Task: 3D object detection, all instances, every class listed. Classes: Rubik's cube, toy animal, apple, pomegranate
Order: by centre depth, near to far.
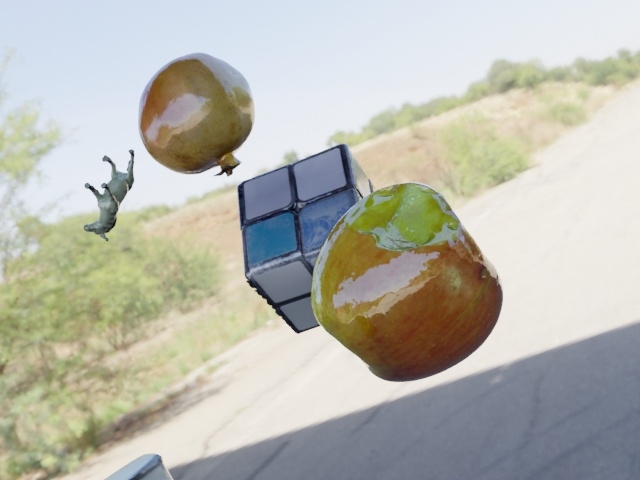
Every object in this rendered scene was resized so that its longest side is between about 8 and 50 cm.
[{"bbox_3d":[0.145,0.081,1.603,0.340,0.339,0.339,-23,2,1],"label":"apple"},{"bbox_3d":[-0.304,-0.303,2.279,0.319,0.319,0.319,-23,2,1],"label":"pomegranate"},{"bbox_3d":[0.000,0.000,2.283,0.313,0.318,0.316,-20,-38,15],"label":"Rubik's cube"},{"bbox_3d":[-0.542,-0.120,2.374,0.216,0.074,0.176,-60,-20,-28],"label":"toy animal"}]

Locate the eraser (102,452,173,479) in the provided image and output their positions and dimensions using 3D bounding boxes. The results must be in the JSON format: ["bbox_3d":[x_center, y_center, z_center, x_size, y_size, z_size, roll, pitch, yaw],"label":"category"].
[{"bbox_3d":[-0.248,0.483,1.324,0.189,0.290,0.104,-31,7,-38],"label":"eraser"}]
